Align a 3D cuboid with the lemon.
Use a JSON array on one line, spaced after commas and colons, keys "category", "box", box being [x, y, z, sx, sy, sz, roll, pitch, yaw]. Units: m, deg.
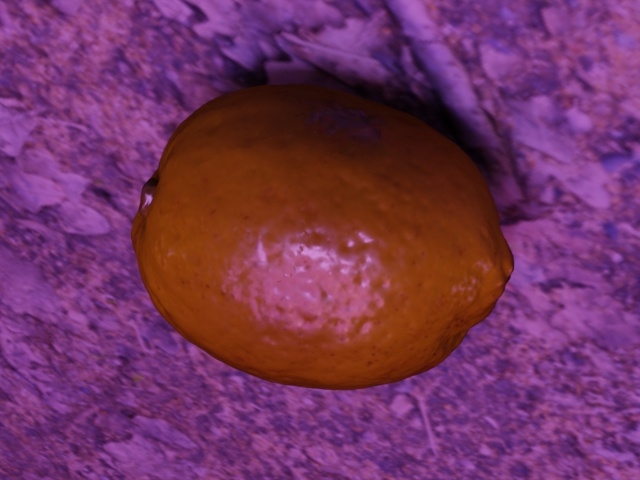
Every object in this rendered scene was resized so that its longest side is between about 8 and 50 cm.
[{"category": "lemon", "box": [0.000, 0.000, 0.942, 0.207, 0.170, 0.170, 14, 145, 7]}]
